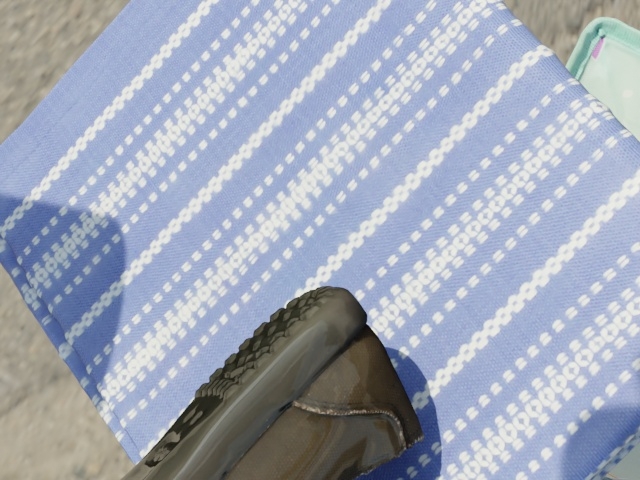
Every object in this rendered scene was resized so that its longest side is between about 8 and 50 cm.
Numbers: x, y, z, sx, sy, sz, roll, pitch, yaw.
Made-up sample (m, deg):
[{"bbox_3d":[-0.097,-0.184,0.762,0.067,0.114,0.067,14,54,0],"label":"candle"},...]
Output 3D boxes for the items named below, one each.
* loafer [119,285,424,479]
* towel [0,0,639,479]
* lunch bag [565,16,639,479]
[{"bbox_3d":[-0.046,0.116,0.689,0.078,0.080,0.220,45,86,-8],"label":"loafer"},{"bbox_3d":[0.000,0.000,0.801,0.243,0.336,0.040,-47,143,12],"label":"towel"},{"bbox_3d":[0.203,0.052,0.925,0.262,0.160,0.223,28,155,14],"label":"lunch bag"}]
